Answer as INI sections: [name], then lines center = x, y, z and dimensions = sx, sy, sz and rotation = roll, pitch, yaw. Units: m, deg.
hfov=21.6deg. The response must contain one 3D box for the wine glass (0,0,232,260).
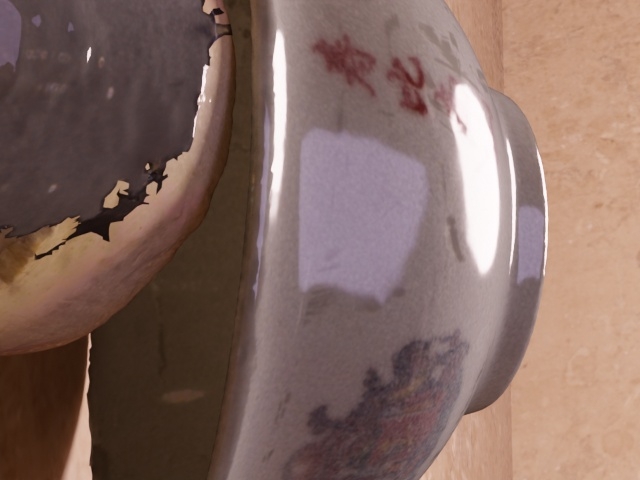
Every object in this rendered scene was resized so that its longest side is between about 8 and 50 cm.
[wine glass]
center = -0.173, -0.060, 0.404
dimensions = 0.321, 0.143, 0.143
rotation = 3, 81, -46

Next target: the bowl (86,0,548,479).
[bowl]
center = 0.000, 0.000, 0.916
dimensions = 0.435, 0.196, 0.435
rotation = -175, -90, -73

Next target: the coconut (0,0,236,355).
[coconut]
center = -0.157, -0.064, 0.684
dimensions = 0.244, 0.239, 0.239
rotation = -14, 99, -79
